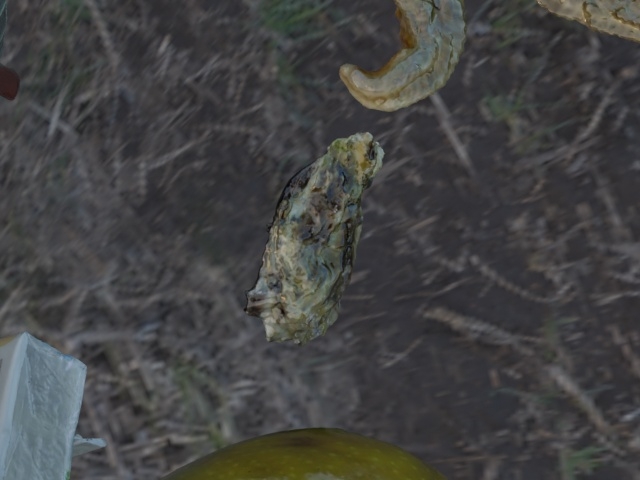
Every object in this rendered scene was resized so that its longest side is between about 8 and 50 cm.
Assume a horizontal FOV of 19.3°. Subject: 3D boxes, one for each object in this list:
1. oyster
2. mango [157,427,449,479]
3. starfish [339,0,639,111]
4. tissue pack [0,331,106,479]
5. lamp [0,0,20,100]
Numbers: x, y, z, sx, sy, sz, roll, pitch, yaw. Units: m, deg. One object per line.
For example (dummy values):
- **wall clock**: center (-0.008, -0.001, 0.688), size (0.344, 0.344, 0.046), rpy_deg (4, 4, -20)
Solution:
- **oyster**: center (-0.003, 0.000, 1.332), size (0.108, 0.053, 0.166), rpy_deg (-7, 112, -39)
- **mango**: center (-0.058, 0.204, 0.938), size (0.329, 0.175, 0.176), rpy_deg (-25, 92, -31)
- **starfish**: center (0.100, -0.212, 0.971), size (0.327, 0.094, 0.375), rpy_deg (32, 63, -22)
- **tissue pack**: center (-0.317, 0.197, 1.692), size (0.145, 0.229, 0.159), rpy_deg (38, 45, -44)
- **lamp**: center (-0.315, -0.145, 1.134), size (0.265, 0.233, 0.233), rpy_deg (5, 79, -16)
